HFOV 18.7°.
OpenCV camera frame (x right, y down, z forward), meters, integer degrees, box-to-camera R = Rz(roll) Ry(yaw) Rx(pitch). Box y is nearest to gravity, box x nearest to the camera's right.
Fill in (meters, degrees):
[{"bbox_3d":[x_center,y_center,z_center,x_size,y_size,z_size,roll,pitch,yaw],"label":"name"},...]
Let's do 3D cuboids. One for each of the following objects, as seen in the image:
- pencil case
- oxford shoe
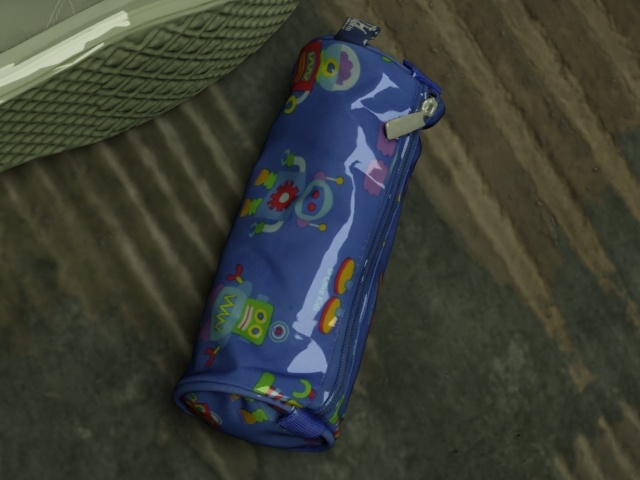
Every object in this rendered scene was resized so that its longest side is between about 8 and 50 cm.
[{"bbox_3d":[0.000,0.000,1.403,0.119,0.133,0.306,32,71,-39],"label":"pencil case"},{"bbox_3d":[-0.213,-0.128,1.339,0.449,0.169,0.130,-24,70,-21],"label":"oxford shoe"}]
